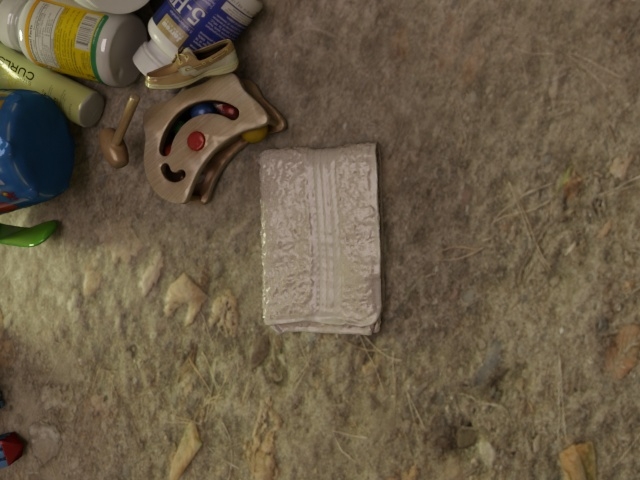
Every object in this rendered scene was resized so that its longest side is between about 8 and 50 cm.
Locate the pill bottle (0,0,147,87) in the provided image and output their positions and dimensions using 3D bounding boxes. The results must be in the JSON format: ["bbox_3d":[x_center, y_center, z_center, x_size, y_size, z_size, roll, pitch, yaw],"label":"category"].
[{"bbox_3d":[-0.382,-0.313,1.144,0.209,0.117,0.117,17,101,14],"label":"pill bottle"}]

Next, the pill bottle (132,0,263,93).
[{"bbox_3d":[-0.183,-0.309,1.088,0.112,0.112,0.186,46,106,7],"label":"pill bottle"}]

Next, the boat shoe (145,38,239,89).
[{"bbox_3d":[-0.180,-0.246,1.035,0.050,0.135,0.045,46,151,45],"label":"boat shoe"}]

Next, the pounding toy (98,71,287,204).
[{"bbox_3d":[-0.196,-0.138,1.087,0.270,0.155,0.154,-22,85,18],"label":"pounding toy"}]

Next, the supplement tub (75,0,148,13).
[{"bbox_3d":[-0.326,-0.413,1.068,0.200,0.144,0.144,39,107,39],"label":"supplement tub"}]

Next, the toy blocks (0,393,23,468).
[{"bbox_3d":[-0.679,0.281,1.286,0.261,0.191,0.381,-17,92,7],"label":"toy blocks"}]

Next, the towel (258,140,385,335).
[{"bbox_3d":[0.000,0.000,1.100,0.187,0.049,0.282,-1,95,16],"label":"towel"}]

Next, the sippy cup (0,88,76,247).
[{"bbox_3d":[-0.511,-0.133,1.139,0.224,0.305,0.239,-6,74,17],"label":"sippy cup"}]

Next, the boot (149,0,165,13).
[{"bbox_3d":[-0.223,-0.439,1.088,0.082,0.106,0.219,22,101,13],"label":"boot"}]

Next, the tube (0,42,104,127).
[{"bbox_3d":[-0.463,-0.253,1.207,0.240,0.062,0.070,26,83,15],"label":"tube"}]
